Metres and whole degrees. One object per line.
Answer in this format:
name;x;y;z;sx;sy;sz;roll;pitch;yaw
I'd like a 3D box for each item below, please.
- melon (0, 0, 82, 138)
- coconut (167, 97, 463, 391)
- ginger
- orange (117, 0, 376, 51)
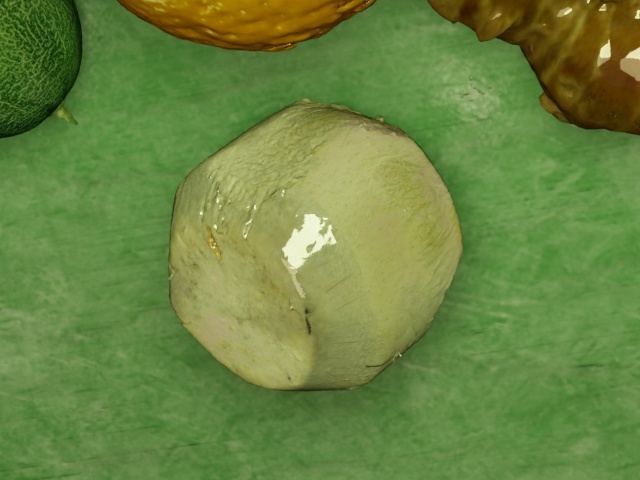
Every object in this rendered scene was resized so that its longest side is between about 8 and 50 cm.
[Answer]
melon;-0.304;-0.191;1.482;0.288;0.182;0.182;43;112;-7
coconut;-0.001;-0.002;1.483;0.227;0.230;0.227;23;132;28
ginger;0.253;-0.212;1.394;0.357;0.152;0.274;37;93;-5
orange;-0.054;-0.310;1.303;0.340;0.340;0.293;-40;121;21
